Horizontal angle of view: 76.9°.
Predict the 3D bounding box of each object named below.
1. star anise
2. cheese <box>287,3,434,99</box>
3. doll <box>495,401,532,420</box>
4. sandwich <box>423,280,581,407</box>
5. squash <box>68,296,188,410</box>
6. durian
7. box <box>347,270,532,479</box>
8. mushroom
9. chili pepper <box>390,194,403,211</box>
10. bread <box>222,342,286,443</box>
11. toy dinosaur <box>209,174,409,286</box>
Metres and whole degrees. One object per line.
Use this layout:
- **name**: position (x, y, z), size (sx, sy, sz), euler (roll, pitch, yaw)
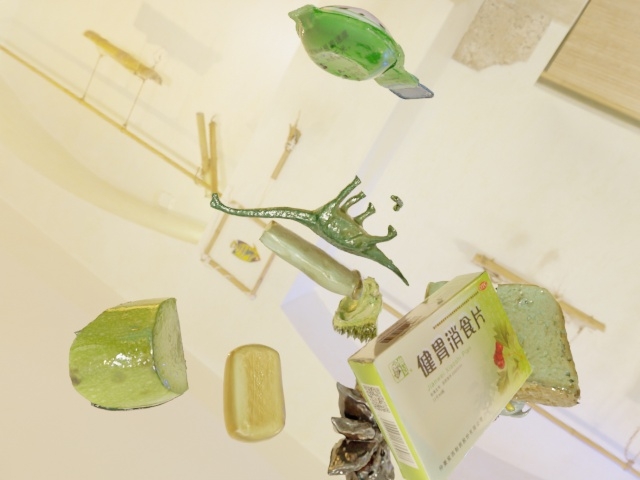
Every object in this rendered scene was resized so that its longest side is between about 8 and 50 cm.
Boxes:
- **star anise**: position (0.085, 0.333, 0.726), size (0.089, 0.231, 0.209), euler (-7, 161, 30)
- **cheese**: position (0.084, -0.333, 0.738), size (0.320, 0.083, 0.204), euler (15, -176, -38)
- **doll**: position (0.534, 0.480, 1.191), size (0.062, 0.195, 0.104), euler (61, -172, -18)
- **sandwich**: position (0.343, 0.196, 0.812), size (0.273, 0.095, 0.249), euler (0, -131, 15)
- **squash**: position (-0.317, 0.196, 0.677), size (0.184, 0.191, 0.085), euler (-8, 172, -30)
- **durian**: position (0.139, 0.245, 1.485), size (0.163, 0.198, 0.394), euler (13, -159, 0)
- **box**: position (0.178, 0.176, 0.562), size (0.260, 0.062, 0.175), euler (-26, -88, -33)
- **mushroom**: position (-0.017, 0.057, 1.049), size (0.312, 0.081, 0.100), euler (33, -164, -13)
- **chili pepper**: position (0.177, -0.084, 0.928), size (0.083, 0.027, 0.022), euler (53, -162, -68)
- **bread**: position (-0.160, 0.356, 0.946), size (0.147, 0.098, 0.217), euler (15, -124, -32)
- **toy dinosaur**: position (0.000, 0.000, 0.911), size (0.447, 0.301, 0.087), euler (54, 178, -11)
